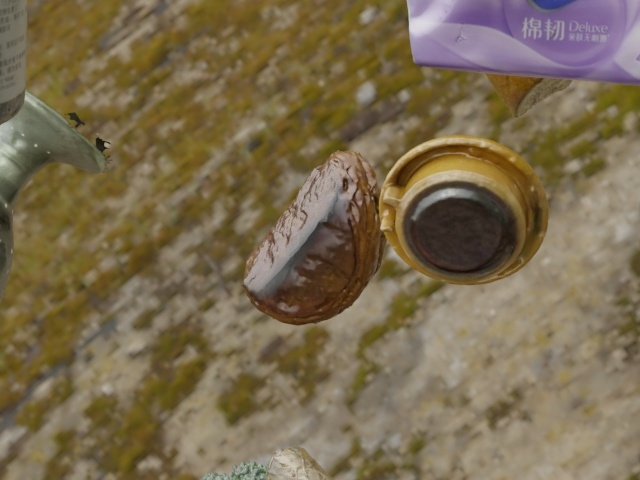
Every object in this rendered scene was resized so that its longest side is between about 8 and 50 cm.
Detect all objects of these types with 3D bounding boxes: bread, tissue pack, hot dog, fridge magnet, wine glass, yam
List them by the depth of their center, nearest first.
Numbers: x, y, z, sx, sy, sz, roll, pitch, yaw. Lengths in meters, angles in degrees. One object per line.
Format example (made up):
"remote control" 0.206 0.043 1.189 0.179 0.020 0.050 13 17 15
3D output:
"fridge magnet" 0.118 -0.021 1.224 0.143 0.143 0.063 -23 23 25
"tissue pack" 0.271 -0.230 1.226 0.338 0.160 0.242 9 27 41
"yam" 0.061 0.306 1.448 0.300 0.066 0.066 36 71 27
"wine glass" -0.383 0.003 1.506 0.357 0.190 0.190 -52 30 -14
"bread" 0.211 -0.238 1.608 0.103 0.172 0.132 -28 -12 -13
"hot dog" -0.002 0.001 1.700 0.227 0.099 0.160 -43 41 33

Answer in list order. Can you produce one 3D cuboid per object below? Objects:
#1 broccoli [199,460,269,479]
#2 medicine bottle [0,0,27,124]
"broccoli" -0.127 0.433 1.777 0.375 0.249 0.302 -46 27 2
"medicine bottle" -0.285 -0.234 1.079 0.141 0.293 0.141 6 23 -2
